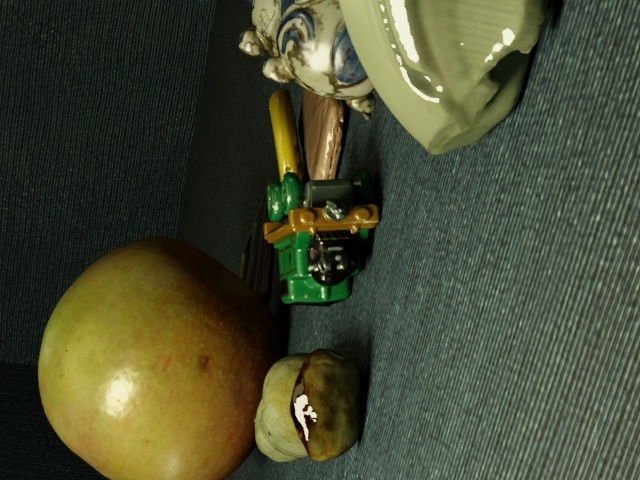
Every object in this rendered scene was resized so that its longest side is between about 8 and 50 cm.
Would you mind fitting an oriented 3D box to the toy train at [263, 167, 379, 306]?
[{"bbox_3d":[0.000,0.000,1.518,0.227,0.091,0.136,168,99,-79],"label":"toy train"}]

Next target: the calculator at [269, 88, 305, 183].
[{"bbox_3d":[-0.041,-0.114,1.888,0.235,0.032,0.146,-99,1,-73],"label":"calculator"}]

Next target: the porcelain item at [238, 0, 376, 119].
[{"bbox_3d":[0.015,-0.240,1.487,0.288,0.138,0.186,-117,46,-72],"label":"porcelain item"}]

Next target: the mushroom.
[{"bbox_3d":[-0.022,0.171,1.523,0.333,0.087,0.107,134,142,-78],"label":"mushroom"}]

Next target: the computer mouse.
[{"bbox_3d":[0.088,-0.272,1.040,0.228,0.145,0.429,-109,28,-75],"label":"computer mouse"}]

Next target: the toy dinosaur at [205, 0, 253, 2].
[{"bbox_3d":[-0.092,-0.402,2.302,0.329,0.144,0.076,-73,-8,-63],"label":"toy dinosaur"}]

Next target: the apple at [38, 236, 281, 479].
[{"bbox_3d":[-0.198,0.152,1.920,0.277,0.319,0.319,-61,16,18],"label":"apple"}]

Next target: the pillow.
[{"bbox_3d":[0.000,-0.137,1.782,0.211,0.034,0.135,-102,24,-60],"label":"pillow"}]

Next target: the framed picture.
[{"bbox_3d":[-0.100,0.048,2.271,0.260,0.023,0.189,116,162,-63],"label":"framed picture"}]
